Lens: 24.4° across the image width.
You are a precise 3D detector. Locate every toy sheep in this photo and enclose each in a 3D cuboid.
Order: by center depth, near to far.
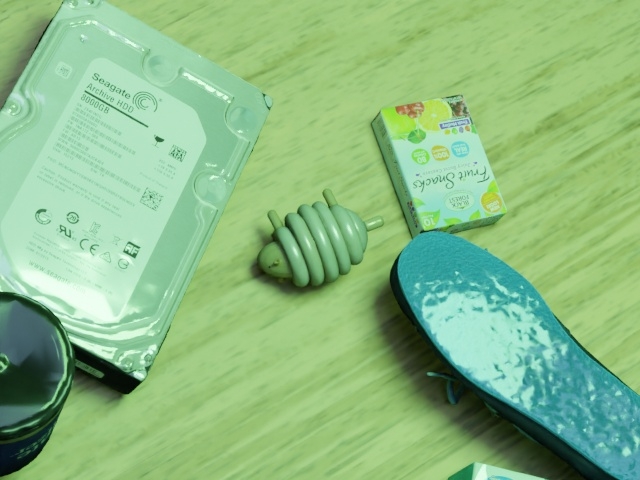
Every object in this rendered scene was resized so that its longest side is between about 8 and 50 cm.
[{"bbox_3d":[0.000,0.000,1.463,0.132,0.091,0.091,-24,77,-5],"label":"toy sheep"}]

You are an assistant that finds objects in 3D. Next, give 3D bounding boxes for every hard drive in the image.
[{"bbox_3d":[-0.210,-0.054,1.415,0.237,0.064,0.339,30,60,-11],"label":"hard drive"}]

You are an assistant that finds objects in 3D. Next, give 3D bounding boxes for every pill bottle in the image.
[{"bbox_3d":[-0.279,0.132,1.250,0.123,0.219,0.123,6,68,-14],"label":"pill bottle"}]

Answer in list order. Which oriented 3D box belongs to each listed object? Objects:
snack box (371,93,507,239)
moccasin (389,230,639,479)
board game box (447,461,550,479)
[{"bbox_3d":[0.124,-0.078,1.556,0.100,0.037,0.141,-13,73,-20],"label":"snack box"},{"bbox_3d":[0.193,0.139,1.451,0.138,0.117,0.342,-42,84,-18],"label":"moccasin"},{"bbox_3d":[0.226,0.401,1.371,0.254,0.079,0.336,15,65,-10],"label":"board game box"}]
